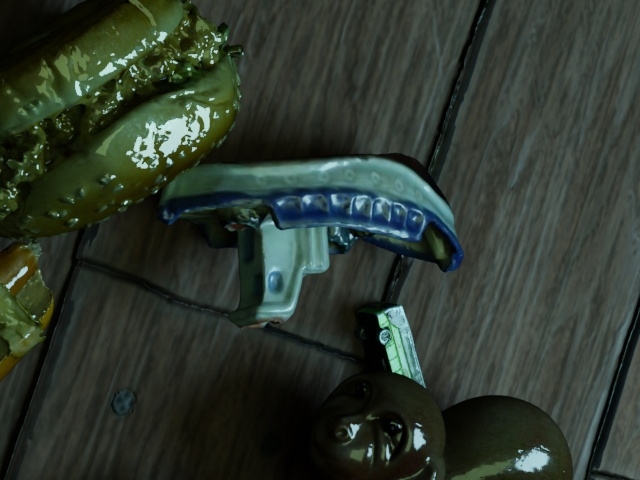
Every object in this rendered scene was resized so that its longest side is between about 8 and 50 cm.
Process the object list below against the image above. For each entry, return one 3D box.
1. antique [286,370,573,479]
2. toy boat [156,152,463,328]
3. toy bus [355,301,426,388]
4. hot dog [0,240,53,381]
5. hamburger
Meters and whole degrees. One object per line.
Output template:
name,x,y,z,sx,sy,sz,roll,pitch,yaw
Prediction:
antique,0.089,0.175,1.143,0.257,0.121,0.143,23,103,-32
toy boat,0.000,0.000,1.081,0.262,0.114,0.115,-5,86,-36
toy bus,0.056,0.089,1.182,0.037,0.031,0.083,-27,111,-33
hot dog,-0.277,0.091,0.947,0.269,0.072,0.109,-46,115,-20
hamburger,-0.154,-0.073,0.931,0.215,0.189,0.122,-41,109,-34
